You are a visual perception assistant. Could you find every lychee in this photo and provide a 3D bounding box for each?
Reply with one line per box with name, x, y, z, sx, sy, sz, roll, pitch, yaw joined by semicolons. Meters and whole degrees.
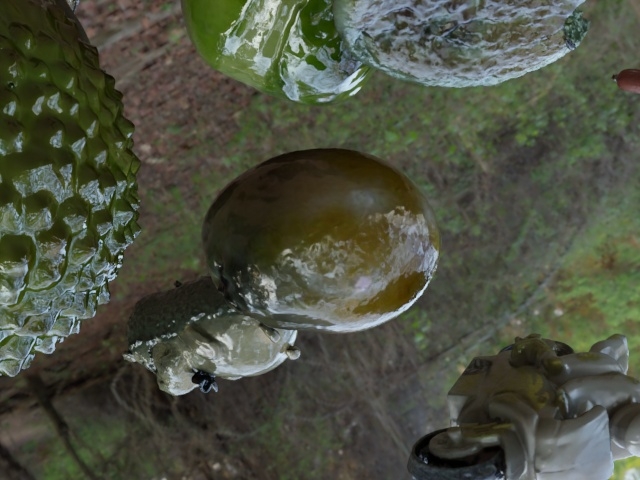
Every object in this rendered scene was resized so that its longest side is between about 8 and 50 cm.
lychee;-0.244;-0.053;0.542;0.320;0.270;0.270;18;-149;36

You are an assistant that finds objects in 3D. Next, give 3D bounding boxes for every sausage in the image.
sausage;0.436;-0.172;1.049;0.223;0.029;0.029;20;-144;41

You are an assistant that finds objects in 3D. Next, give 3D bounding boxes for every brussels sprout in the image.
brussels sprout;-0.024;-0.336;1.194;0.314;0.276;0.371;-53;166;-12

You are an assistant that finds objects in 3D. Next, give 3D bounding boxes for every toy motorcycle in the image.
toy motorcycle;0.239;0.170;0.929;0.223;0.107;0.341;-2;-166;28

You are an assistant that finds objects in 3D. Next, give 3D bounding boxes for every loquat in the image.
loquat;0.000;0.000;0.879;0.227;0.179;0.179;4;165;-17

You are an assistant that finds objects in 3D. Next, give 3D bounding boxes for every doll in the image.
doll;-0.212;0.177;1.767;0.350;0.247;0.247;-5;-174;20

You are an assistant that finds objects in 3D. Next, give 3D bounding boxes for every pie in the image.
pie;0.152;-0.239;0.891;0.303;0.066;0.302;-4;159;-1

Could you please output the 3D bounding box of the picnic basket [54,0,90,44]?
picnic basket;-0.429;-0.236;1.188;0.293;0.337;0.337;-38;174;28
